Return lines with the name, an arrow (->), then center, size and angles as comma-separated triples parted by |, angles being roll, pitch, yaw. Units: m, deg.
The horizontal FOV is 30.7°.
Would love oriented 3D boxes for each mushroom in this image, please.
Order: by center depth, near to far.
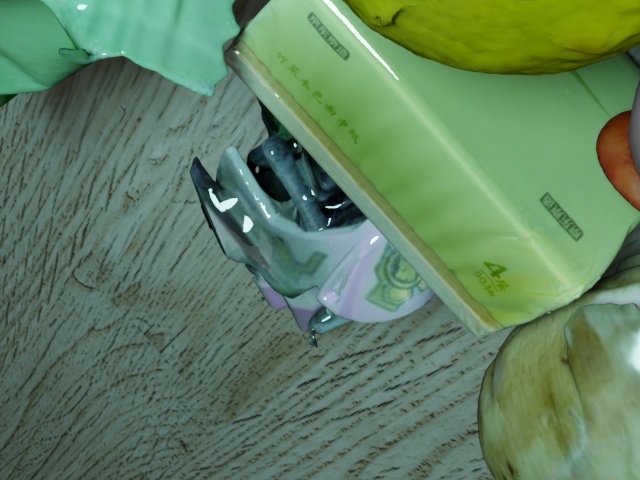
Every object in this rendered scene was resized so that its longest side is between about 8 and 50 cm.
mushroom -> 0.215, 0.096, 0.696 | 0.254, 0.184, 0.255 | 10, 149, 6

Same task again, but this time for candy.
candy -> -0.177, -0.197, 0.786 | 0.172, 0.263, 0.398 | 26, 164, -27

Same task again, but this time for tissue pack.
tissue pack -> 0.086, -0.081, 0.684 | 0.234, 0.159, 0.125 | 49, 147, -3

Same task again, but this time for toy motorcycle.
toy motorcycle -> 0.000, 0.000, 0.862 | 0.188, 0.143, 0.327 | 54, 162, 13

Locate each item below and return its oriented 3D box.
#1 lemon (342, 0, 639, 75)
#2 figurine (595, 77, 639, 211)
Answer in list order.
lemon -> 0.091, -0.200, 0.483 | 0.284, 0.260, 0.260 | -15, 113, 53
figurine -> 0.234, -0.057, 0.551 | 0.173, 0.173, 0.173 | 28, 142, 25
